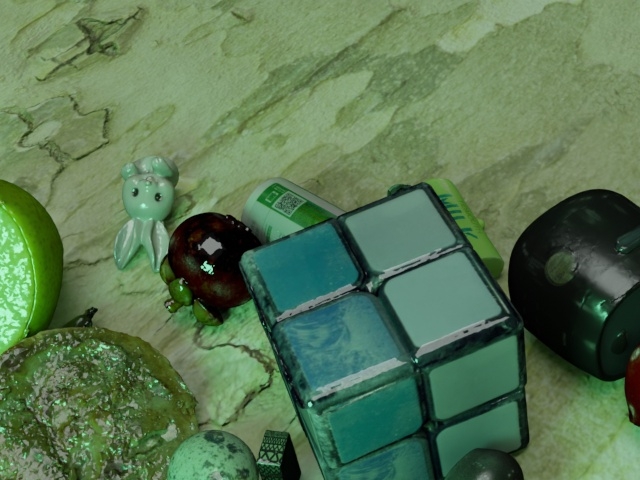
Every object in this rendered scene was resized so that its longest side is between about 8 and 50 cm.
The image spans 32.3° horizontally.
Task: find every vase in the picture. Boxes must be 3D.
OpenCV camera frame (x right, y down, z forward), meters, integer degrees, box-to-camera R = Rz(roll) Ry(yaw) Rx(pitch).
[{"bbox_3d":[0.255,0.374,1.516,0.120,0.120,0.183,-35,64,-20],"label":"vase"}]

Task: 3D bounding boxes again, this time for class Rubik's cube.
[{"bbox_3d":[0.096,0.160,1.604,0.318,0.313,0.316,-20,46,-6],"label":"Rubik's cube"}]

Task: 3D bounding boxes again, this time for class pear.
[{"bbox_3d":[-0.546,0.058,1.879,0.238,0.342,0.318,7,7,-2],"label":"pear"}]

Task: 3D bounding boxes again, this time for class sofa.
[{"bbox_3d":[-0.060,0.331,1.609,0.039,0.118,0.060,6,49,15],"label":"sofa"}]

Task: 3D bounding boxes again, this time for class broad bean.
[{"bbox_3d":[-0.437,0.199,1.862,0.070,0.048,0.213,17,56,24],"label":"broad bean"}]

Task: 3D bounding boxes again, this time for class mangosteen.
[{"bbox_3d":[-0.189,0.050,1.882,0.200,0.200,0.200,-6,46,6],"label":"mangosteen"}]

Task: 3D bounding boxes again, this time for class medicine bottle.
[{"bbox_3d":[0.000,0.000,1.899,0.274,0.133,0.133,28,58,33],"label":"medicine bottle"}]

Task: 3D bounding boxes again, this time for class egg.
[{"bbox_3d":[-0.153,0.342,1.593,0.132,0.132,0.172,-27,6,-14],"label":"egg"}]

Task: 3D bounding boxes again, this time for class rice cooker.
[{"bbox_3d":[0.424,0.060,1.679,0.267,0.267,0.224,-31,46,-17],"label":"rice cooker"}]

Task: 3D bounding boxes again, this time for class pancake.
[{"bbox_3d":[-0.350,0.290,1.688,0.356,0.065,0.356,4,60,-7],"label":"pancake"}]

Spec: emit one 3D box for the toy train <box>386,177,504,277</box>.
[{"bbox_3d":[0.211,-0.013,1.898,0.157,0.105,0.253,-11,46,-17],"label":"toy train"}]

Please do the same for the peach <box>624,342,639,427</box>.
[{"bbox_3d":[0.524,0.204,1.570,0.197,0.197,0.197,-6,46,6],"label":"peach"}]

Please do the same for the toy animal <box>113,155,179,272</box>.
[{"bbox_3d":[-0.320,-0.057,2.030,0.104,0.131,0.221,4,49,-4],"label":"toy animal"}]
